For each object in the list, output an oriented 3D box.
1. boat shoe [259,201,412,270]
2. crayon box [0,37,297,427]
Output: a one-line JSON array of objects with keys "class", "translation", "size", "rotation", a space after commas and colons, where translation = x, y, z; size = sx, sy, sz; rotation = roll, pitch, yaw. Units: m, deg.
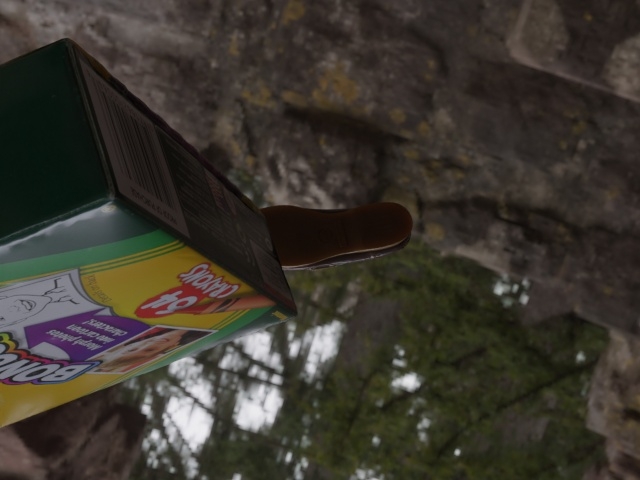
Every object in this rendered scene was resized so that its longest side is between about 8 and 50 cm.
[{"class": "boat shoe", "translation": [0.000, 0.000, 1.265], "size": [0.207, 0.073, 0.073], "rotation": [-2, 166, -6]}, {"class": "crayon box", "translation": [-0.216, 0.034, 0.752], "size": [0.363, 0.313, 0.106], "rotation": [44, -155, -71]}]
